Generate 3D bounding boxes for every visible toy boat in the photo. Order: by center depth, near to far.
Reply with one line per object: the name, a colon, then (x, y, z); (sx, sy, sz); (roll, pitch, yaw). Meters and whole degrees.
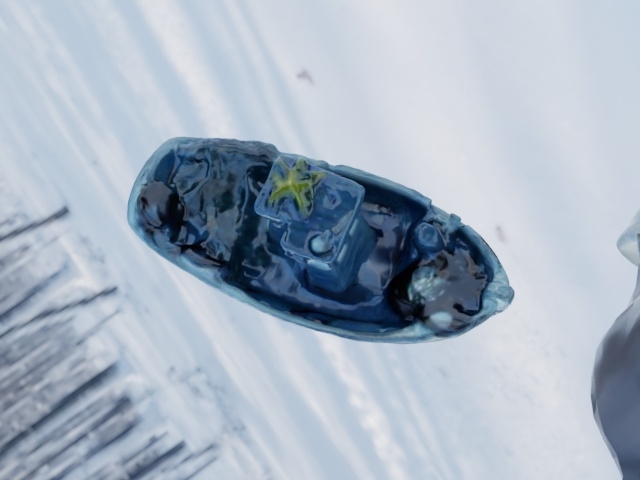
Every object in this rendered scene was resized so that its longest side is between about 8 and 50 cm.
toy boat: (0.000, 0.000, 0.451); (0.137, 0.060, 0.061); (22, 163, 11)

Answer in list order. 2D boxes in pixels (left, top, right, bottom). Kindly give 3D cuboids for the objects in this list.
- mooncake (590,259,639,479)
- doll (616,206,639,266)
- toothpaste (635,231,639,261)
mooncake: (0.276, 0.100, 0.465); (0.212, 0.350, 0.381); (131, 148, -60)
doll: (0.380, -0.100, 0.939); (0.161, 0.348, 0.423); (93, -179, -57)
toothpaste: (0.221, -0.001, 0.743); (0.017, 0.083, 0.020); (10, -108, -88)
